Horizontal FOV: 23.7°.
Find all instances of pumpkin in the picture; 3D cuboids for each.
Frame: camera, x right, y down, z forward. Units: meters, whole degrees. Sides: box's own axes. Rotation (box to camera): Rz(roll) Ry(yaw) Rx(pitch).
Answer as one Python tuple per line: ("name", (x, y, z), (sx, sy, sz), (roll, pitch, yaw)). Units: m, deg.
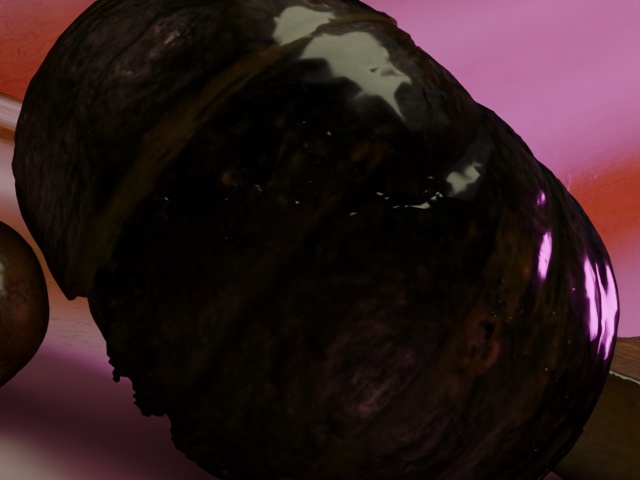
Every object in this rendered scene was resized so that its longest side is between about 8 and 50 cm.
("pumpkin", (0.000, 0.000, 0.717), (0.320, 0.192, 0.320), (45, 2, -2))

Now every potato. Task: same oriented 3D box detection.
("potato", (0.213, 0.129, 1.034), (0.255, 0.112, 0.269), (15, 5, -31))

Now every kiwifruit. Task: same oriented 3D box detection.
("kiwifruit", (-0.153, 0.025, 0.644), (0.075, 0.075, 0.124), (21, 4, -16))

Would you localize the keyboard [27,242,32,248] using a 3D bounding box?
("keyboard", (-0.238, -0.008, 0.976), (0.103, 0.041, 0.381), (23, 10, -4))
